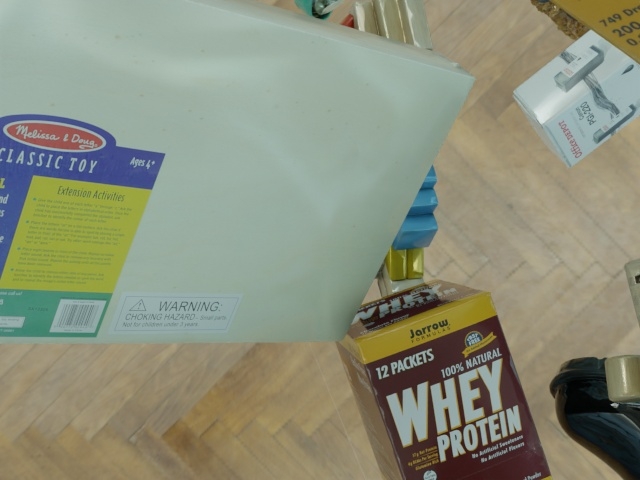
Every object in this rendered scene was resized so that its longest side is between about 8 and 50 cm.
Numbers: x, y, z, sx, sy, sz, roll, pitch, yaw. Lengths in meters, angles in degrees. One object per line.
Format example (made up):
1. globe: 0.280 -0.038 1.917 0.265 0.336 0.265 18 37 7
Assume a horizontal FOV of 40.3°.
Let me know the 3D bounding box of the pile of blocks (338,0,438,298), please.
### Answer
1. pile of blocks: 0.056 -0.093 0.950 0.113 0.149 0.362 -6 99 -14

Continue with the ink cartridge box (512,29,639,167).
1. ink cartridge box: 0.423 -0.234 1.335 0.218 0.158 0.092 -37 55 13

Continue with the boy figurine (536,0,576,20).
1. boy figurine: 0.303 -0.326 1.033 0.177 0.285 0.092 28 100 6

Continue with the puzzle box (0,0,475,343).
1. puzzle box: -0.097 -0.045 0.631 0.409 0.052 0.272 5 121 -38

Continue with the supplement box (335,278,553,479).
1. supplement box: 0.108 0.153 0.850 0.129 0.191 0.194 -19 94 -6

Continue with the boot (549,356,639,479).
1. boot: 0.343 0.286 0.847 0.348 0.131 0.260 28 58 22

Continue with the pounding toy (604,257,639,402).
1. pounding toy: 0.292 0.053 0.630 0.181 0.206 0.094 10 64 -42

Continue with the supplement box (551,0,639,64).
1. supplement box: 0.097 -0.141 0.317 0.233 0.078 0.080 29 70 -19

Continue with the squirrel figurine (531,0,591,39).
1. squirrel figurine: 0.496 -0.560 1.729 0.371 0.397 0.281 23 66 5

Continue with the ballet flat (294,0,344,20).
1. ballet flat: 0.025 -0.446 1.436 0.083 0.247 0.087 -33 81 -27
